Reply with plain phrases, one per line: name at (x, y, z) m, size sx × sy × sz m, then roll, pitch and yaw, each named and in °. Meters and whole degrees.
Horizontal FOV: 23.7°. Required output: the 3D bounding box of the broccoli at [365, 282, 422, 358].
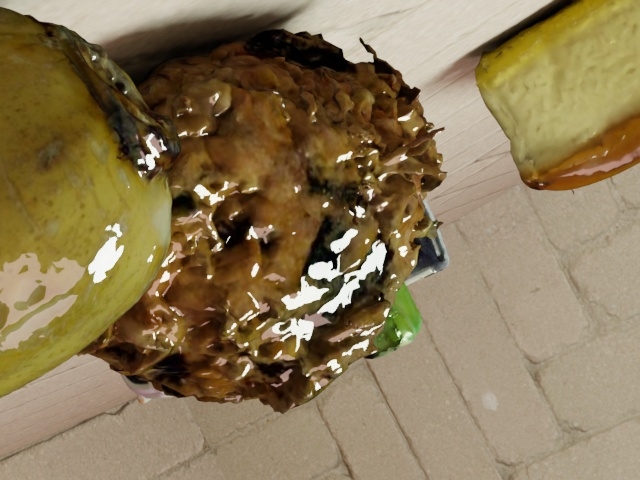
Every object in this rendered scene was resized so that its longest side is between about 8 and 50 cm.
broccoli at (0.000, 0.000, 1.088) m, size 0.219 × 0.194 × 0.194 m, roll -34°, pitch 174°, yaw 2°

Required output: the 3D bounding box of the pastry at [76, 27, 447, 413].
pastry at (-0.053, 0.003, 0.837) m, size 0.275 × 0.193 × 0.275 m, roll -29°, pitch 176°, yaw -2°

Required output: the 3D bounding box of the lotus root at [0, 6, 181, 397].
lotus root at (-0.181, 0.010, 0.579) m, size 0.278 × 0.154 × 0.154 m, roll -23°, pitch 175°, yaw 9°

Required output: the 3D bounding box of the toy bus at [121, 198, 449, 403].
toy bus at (-0.051, 0.031, 1.385) m, size 0.305 × 0.143 × 0.179 m, roll -24°, pitch 176°, yaw -37°

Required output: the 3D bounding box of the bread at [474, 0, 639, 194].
bread at (0.325, -0.173, 1.318) m, size 0.333 × 0.143 × 0.323 m, roll -31°, pitch 175°, yaw 26°
